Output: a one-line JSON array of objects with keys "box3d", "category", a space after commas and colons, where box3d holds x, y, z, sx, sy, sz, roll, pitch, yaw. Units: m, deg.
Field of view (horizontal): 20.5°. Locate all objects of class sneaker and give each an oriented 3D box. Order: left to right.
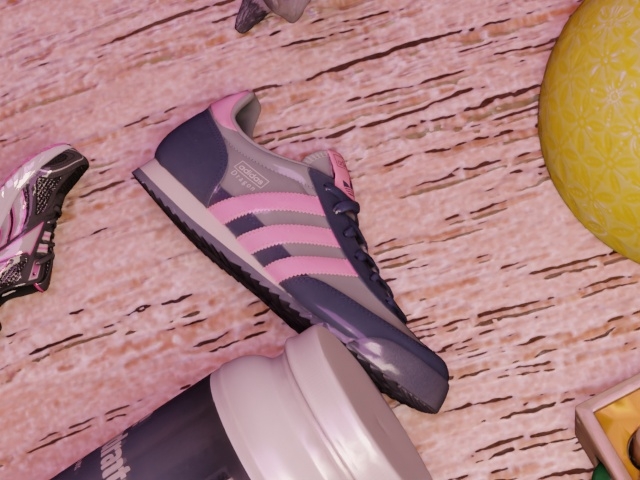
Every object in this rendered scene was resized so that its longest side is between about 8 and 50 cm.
[{"box3d": [-0.242, 0.006, 1.443, 0.077, 0.072, 0.178, 38, 85, 7], "category": "sneaker"}, {"box3d": [0.000, 0.000, 1.379, 0.319, 0.112, 0.131, 40, 81, 19], "category": "sneaker"}]

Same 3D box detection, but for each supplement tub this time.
[{"box3d": [-0.069, 0.201, 1.241, 0.272, 0.191, 0.191, -34, 67, 6], "category": "supplement tub"}]

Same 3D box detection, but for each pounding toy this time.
[{"box3d": [0.251, 0.163, 1.286, 0.141, 0.100, 0.130, -27, 67, -4], "category": "pounding toy"}]

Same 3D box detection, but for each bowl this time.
[{"box3d": [0.313, -0.128, 1.366, 0.289, 0.156, 0.289, -3, 67, 6], "category": "bowl"}]

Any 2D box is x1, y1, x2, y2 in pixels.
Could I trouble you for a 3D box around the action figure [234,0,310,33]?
[{"box3d": [0.021, -0.341, 1.522, 0.330, 0.178, 0.341, -33, 41, -13], "category": "action figure"}]
